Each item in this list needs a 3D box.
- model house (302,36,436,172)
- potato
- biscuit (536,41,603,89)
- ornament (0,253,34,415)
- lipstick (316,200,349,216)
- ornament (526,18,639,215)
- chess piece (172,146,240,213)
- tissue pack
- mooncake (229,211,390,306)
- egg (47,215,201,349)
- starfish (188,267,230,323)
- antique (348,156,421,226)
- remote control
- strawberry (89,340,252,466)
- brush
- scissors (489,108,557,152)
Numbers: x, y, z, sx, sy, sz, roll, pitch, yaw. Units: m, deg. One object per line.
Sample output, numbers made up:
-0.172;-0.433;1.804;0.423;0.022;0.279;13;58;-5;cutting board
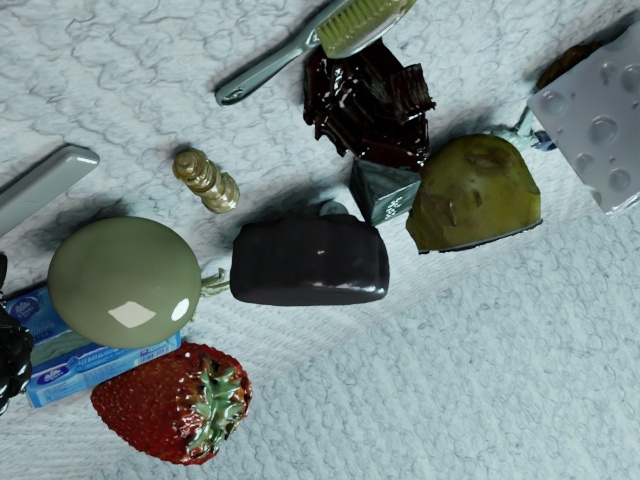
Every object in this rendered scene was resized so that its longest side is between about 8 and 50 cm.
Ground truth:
0.067;-0.164;1.331;0.141;0.164;0.203;-31;164;-5;model house
0.269;-0.090;1.926;0.247;0.196;0.300;-14;180;-13;potato
0.425;-0.295;1.798;0.130;0.019;0.119;-36;163;34;biscuit
-0.469;0.160;1.328;0.106;0.260;0.251;-30;168;36;ornament
0.000;0.000;2.007;0.059;0.059;0.264;-22;166;-19;lipstick
0.530;-0.199;1.810;0.240;0.239;0.239;-36;170;14;ornament
-0.158;-0.084;1.429;0.060;0.060;0.172;-28;164;3;chess piece
-0.361;0.137;1.659;0.264;0.146;0.198;-22;164;-16;tissue pack
-0.021;0.037;1.828;0.283;0.141;0.283;0;167;0;mooncake
-0.270;0.058;1.458;0.186;0.186;0.242;-32;159;20;egg
-0.226;0.103;1.974;0.176;0.053;0.208;-19;167;-32;starfish
0.108;-0.093;1.809;0.088;0.086;0.183;-24;166;-8;antique
-0.378;-0.037;1.260;0.261;0.029;0.067;-33;165;16;remote control
-0.338;0.360;2.338;0.351;0.267;0.312;-7;-176;31;strawberry
0.004;-0.222;1.209;0.297;0.060;0.068;-33;167;22;brush
0.400;-0.198;2.087;0.256;0.029;0.383;-29;165;8;scissors
